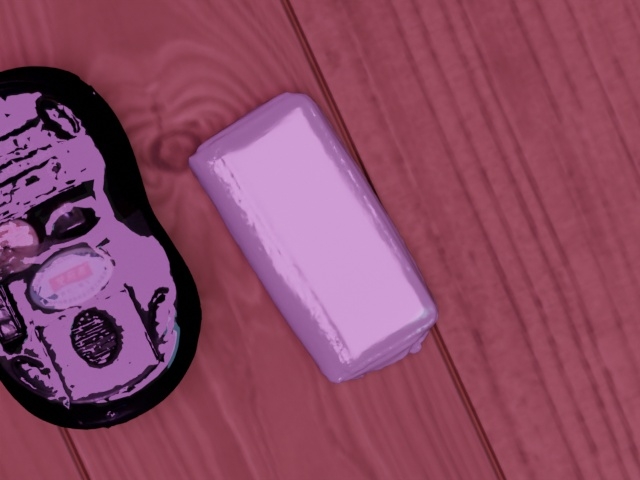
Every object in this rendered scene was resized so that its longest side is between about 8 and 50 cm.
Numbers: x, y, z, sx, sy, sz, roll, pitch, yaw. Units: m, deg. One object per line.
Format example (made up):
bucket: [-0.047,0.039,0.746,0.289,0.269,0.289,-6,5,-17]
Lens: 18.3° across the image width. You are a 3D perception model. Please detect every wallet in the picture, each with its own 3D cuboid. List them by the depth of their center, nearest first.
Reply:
wallet: [0.000,0.000,1.281,0.095,0.033,0.190,-34,89,5]

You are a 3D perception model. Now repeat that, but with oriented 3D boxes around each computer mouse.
computer mouse: [-0.160,0.005,1.260,0.137,0.096,0.233,-21,87,-1]
